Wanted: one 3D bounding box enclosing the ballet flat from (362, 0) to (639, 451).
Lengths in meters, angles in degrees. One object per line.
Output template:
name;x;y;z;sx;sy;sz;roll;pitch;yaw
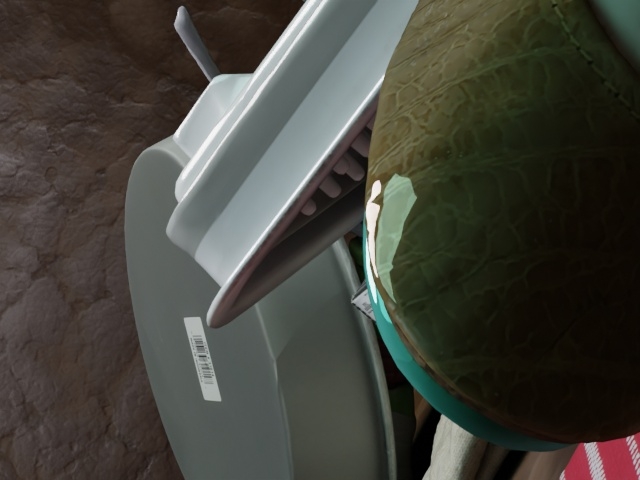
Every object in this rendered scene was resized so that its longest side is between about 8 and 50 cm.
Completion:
ballet flat;0.115;-0.075;0.500;0.124;0.116;0.342;-47;-1;36

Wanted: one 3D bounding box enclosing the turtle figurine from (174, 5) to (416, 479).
turtle figurine;0.000;0.000;1.115;0.275;0.198;0.266;1;-78;-52

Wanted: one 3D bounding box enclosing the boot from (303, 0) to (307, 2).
boot;0.139;-0.286;1.300;0.367;0.146;0.445;-32;9;6

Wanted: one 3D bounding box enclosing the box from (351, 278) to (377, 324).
box;0.106;-0.053;0.847;0.184;0.045;0.191;-51;4;-29

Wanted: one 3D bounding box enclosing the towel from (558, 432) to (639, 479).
towel;0.051;0.146;0.507;0.275;0.031;0.199;-62;-1;8

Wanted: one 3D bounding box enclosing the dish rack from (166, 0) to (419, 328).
dish rack;0.068;-0.128;0.746;0.333;0.072;0.285;-52;-7;31

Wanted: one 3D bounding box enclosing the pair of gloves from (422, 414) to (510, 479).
pair of gloves;0.087;0.044;0.907;0.204;0.042;0.240;-62;2;45

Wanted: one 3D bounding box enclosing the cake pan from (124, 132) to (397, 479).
cake pan;-0.044;0.063;1.053;0.293;0.054;0.293;165;90;-69
